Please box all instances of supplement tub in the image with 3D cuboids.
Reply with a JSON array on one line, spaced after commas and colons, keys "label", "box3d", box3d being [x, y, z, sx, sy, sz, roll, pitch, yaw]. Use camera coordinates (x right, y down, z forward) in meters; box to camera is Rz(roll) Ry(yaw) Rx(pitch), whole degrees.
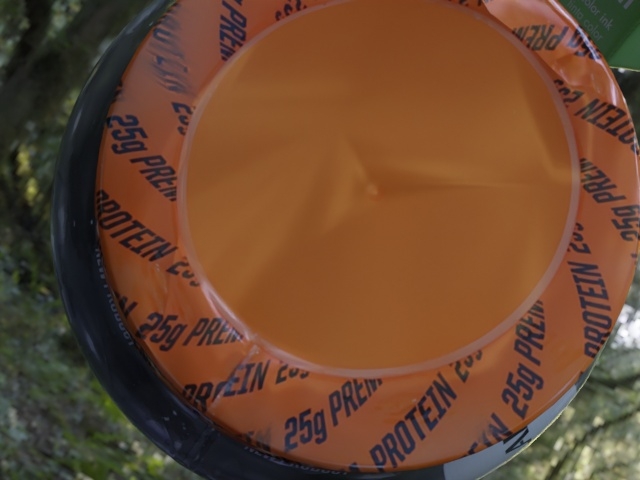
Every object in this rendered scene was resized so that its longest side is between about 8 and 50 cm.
[{"label": "supplement tub", "box3d": [0.000, 0.000, 0.518, 0.207, 0.207, 0.338, 32, -6, -3]}]

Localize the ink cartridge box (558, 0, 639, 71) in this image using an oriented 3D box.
[{"label": "ink cartridge box", "box3d": [0.300, -0.261, 0.723, 0.207, 0.353, 0.119, -3, 51, -45]}]
